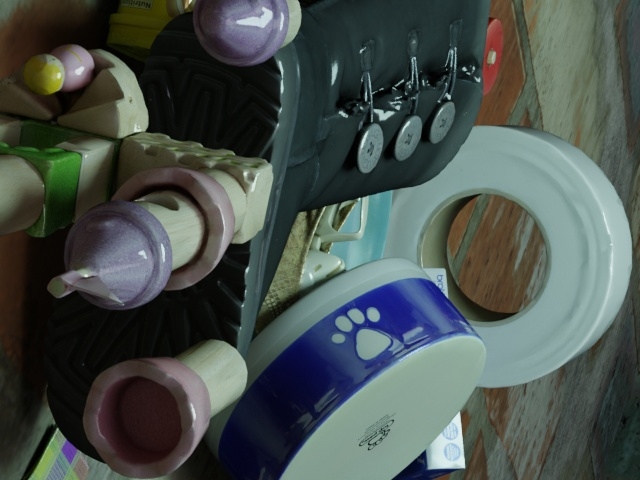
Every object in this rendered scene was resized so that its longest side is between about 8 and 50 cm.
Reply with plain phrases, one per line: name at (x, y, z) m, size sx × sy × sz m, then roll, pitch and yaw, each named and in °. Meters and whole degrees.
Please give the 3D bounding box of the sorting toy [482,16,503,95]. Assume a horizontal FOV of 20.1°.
sorting toy at (0.157, -0.290, 1.964) m, size 0.255 × 0.089 × 0.257 m, roll 53°, pitch 52°, yaw -64°

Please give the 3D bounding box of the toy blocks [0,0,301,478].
toy blocks at (-0.181, -0.046, 0.953) m, size 0.260 × 0.288 × 0.309 m, roll -27°, pitch 130°, yaw -70°

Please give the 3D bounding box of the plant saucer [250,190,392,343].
plant saucer at (-0.006, 0.003, 1.784) m, size 0.317 × 0.043 × 0.318 m, roll 14°, pitch 90°, yaw -70°

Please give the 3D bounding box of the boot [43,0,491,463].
boot at (-0.022, -0.040, 1.456) m, size 0.367 × 0.146 × 0.445 m, roll -66°, pitch 166°, yaw 22°

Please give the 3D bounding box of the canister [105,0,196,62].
canister at (-0.098, -0.218, 1.375) m, size 0.126 × 0.073 × 0.170 m, roll 16°, pitch 85°, yaw -70°

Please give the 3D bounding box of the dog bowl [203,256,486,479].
dog bowl at (0.024, 0.145, 1.686) m, size 0.265 × 0.104 × 0.265 m, roll -33°, pitch 154°, yaw -18°

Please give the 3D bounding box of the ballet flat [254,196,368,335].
ballet flat at (0.000, 0.000, 1.642) m, size 0.073 × 0.067 × 0.206 m, roll 62°, pitch 45°, yaw -62°

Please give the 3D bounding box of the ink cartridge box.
ink cartridge box at (0.101, 0.139, 1.854) m, size 0.097 × 0.046 × 0.207 m, roll 144°, pitch -56°, yaw -64°

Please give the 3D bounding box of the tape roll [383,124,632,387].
tape roll at (0.189, 0.016, 1.960) m, size 0.100 × 0.286 × 0.286 m, roll -12°, pitch 113°, yaw -68°

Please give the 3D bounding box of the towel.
towel at (-0.207, 0.186, 1.417) m, size 0.083 × 0.009 × 0.060 m, roll 71°, pitch 38°, yaw -53°
